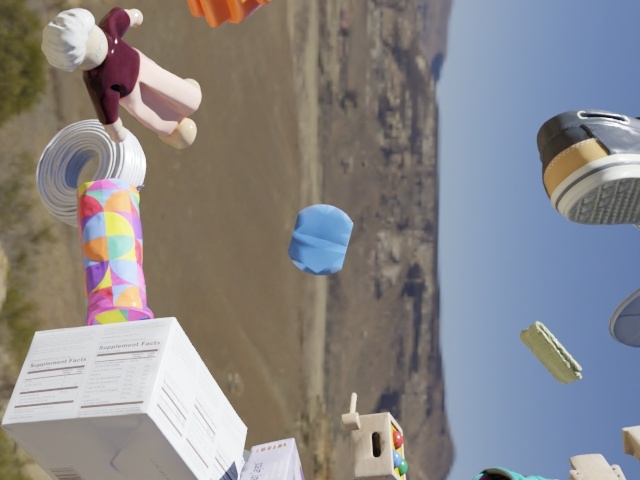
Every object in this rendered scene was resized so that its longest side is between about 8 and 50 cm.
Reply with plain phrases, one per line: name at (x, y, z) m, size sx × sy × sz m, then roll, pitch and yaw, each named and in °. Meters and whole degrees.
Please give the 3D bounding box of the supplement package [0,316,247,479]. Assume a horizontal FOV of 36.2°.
supplement package at (-0.242, 0.241, 1.269) m, size 0.262 × 0.204 × 0.145 m, roll 66°, pitch 24°, yaw -43°

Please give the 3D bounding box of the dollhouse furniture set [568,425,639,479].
dollhouse furniture set at (0.547, 0.478, 1.580) m, size 0.198 × 0.286 × 0.304 m, roll -90°, pitch 172°, yaw -79°

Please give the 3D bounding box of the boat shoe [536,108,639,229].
boat shoe at (0.509, -0.109, 1.530) m, size 0.187 × 0.500 × 0.156 m, roll -44°, pitch -123°, yaw 36°

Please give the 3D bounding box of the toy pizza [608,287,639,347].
toy pizza at (0.578, 0.111, 1.646) m, size 0.201 × 0.201 × 0.032 m, roll 87°, pitch -9°, yaw -49°

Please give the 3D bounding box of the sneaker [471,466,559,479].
sneaker at (0.376, 0.572, 2.082) m, size 0.295 × 0.178 × 0.124 m, roll 128°, pitch -25°, yaw -46°

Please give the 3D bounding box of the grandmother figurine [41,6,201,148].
grandmother figurine at (-0.297, -0.257, 1.484) m, size 0.342 × 0.104 × 0.208 m, roll 27°, pitch 57°, yaw -66°

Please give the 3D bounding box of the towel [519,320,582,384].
towel at (0.482, 0.239, 2.056) m, size 0.148 × 0.027 × 0.110 m, roll 51°, pitch -17°, yaw 10°

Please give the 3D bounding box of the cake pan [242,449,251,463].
cake pan at (-0.175, 0.532, 2.078) m, size 0.293 × 0.293 × 0.054 m, roll -76°, pitch -171°, yaw -72°

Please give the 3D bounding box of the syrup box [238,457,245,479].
syrup box at (-0.201, 0.421, 1.808) m, size 0.096 × 0.093 × 0.237 m, roll -63°, pitch -140°, yaw 35°

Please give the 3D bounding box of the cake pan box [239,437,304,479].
cake pan box at (-0.040, 0.387, 1.185) m, size 0.267 × 0.070 × 0.246 m, roll 11°, pitch 63°, yaw -88°

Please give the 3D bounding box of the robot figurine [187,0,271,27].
robot figurine at (-0.123, -0.445, 1.605) m, size 0.128 × 0.219 × 0.158 m, roll 54°, pitch -18°, yaw -19°

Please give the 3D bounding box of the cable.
cable at (-0.526, -0.157, 2.235) m, size 0.089 × 0.257 × 0.257 m, roll 39°, pitch 22°, yaw -58°

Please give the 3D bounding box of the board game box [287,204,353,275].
board game box at (0.000, 0.000, 2.321) m, size 0.033 × 0.133 × 0.169 m, roll 62°, pitch 42°, yaw -81°

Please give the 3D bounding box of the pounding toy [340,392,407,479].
pounding toy at (0.110, 0.388, 1.956) m, size 0.206 × 0.094 × 0.181 m, roll 58°, pitch 27°, yaw -58°

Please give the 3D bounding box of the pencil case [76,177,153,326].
pencil case at (-0.303, 0.020, 1.443) m, size 0.104 × 0.104 × 0.236 m, roll 84°, pitch -3°, yaw -61°
